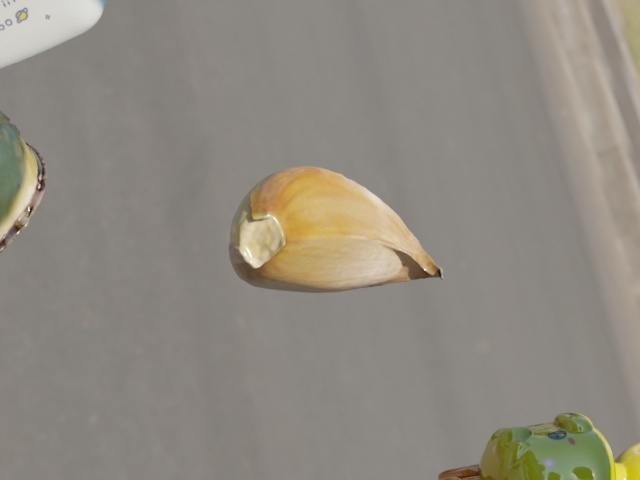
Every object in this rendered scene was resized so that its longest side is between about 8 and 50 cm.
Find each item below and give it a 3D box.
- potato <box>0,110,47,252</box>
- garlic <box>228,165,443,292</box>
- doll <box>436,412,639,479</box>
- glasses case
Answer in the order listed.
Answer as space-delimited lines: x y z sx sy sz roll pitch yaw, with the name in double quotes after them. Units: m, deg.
-0.496 -0.086 1.713 0.296 0.397 0.290 61 36 -38 "potato"
0.002 -0.009 1.804 0.207 0.128 0.115 7 68 -27 "garlic"
0.196 0.204 1.519 0.143 0.221 0.135 -154 -113 -68 "doll"
-0.241 -0.150 1.298 0.049 0.197 0.076 -99 168 -56 "glasses case"
